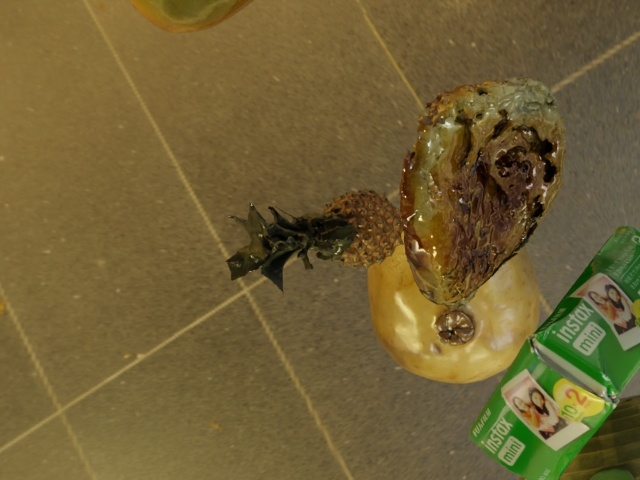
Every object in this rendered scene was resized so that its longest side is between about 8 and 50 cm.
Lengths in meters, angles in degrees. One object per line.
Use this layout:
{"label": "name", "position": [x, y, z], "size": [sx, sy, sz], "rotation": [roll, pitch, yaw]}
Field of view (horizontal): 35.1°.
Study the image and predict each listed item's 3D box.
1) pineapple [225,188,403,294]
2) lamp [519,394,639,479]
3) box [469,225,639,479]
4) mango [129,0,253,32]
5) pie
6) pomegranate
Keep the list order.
{"label": "pineapple", "position": [0.000, 0.000, 1.348], "size": [0.119, 0.277, 0.130], "rotation": [-42, 69, 36]}
{"label": "lamp", "position": [0.350, 0.312, 1.101], "size": [0.250, 0.250, 0.284], "rotation": [-21, 81, 16]}
{"label": "box", "position": [0.264, 0.113, 1.007], "size": [0.103, 0.250, 0.180], "rotation": [37, 135, 18]}
{"label": "mango", "position": [-0.042, -0.266, 0.725], "size": [0.289, 0.146, 0.129], "rotation": [-35, 81, 26]}
{"label": "pie", "position": [0.194, -0.063, 1.199], "size": [0.085, 0.308, 0.308], "rotation": [30, 97, 41]}
{"label": "pomegranate", "position": [0.202, 0.081, 1.600], "size": [0.307, 0.307, 0.307], "rotation": [-1, 86, 18]}
